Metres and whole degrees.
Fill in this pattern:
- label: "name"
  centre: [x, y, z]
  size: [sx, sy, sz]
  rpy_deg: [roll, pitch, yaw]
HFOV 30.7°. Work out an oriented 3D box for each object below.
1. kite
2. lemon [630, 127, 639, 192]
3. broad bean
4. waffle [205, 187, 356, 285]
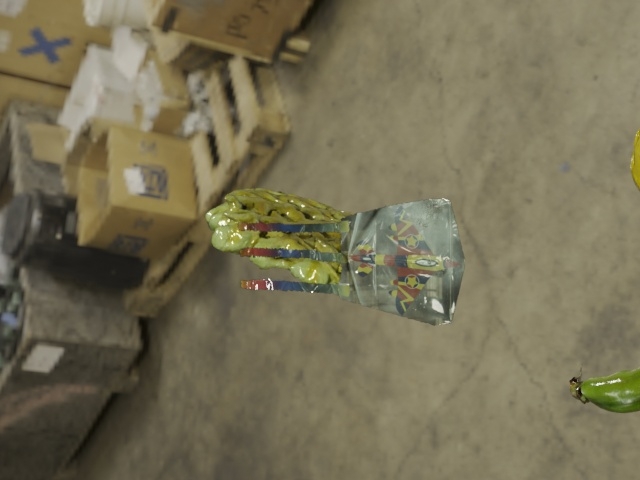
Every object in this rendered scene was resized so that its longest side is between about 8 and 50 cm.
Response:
- label: "kite"
  centre: [0.031, 0.020, 1.233]
  size: [0.015, 0.245, 0.141]
  rpy_deg: [-51, -39, -71]
- label: "lemon"
  centre: [0.471, -0.099, 1.399]
  size: [0.181, 0.193, 0.180]
  rpy_deg: [22, 125, 35]
- label: "broad bean"
  centre: [0.363, 0.102, 1.064]
  size: [0.318, 0.056, 0.098]
  rpy_deg: [-17, 23, 36]
- label: "waffle"
  centre: [0.000, 0.000, 1.497]
  size: [0.317, 0.297, 0.073]
  rpy_deg: [-67, -6, -78]
